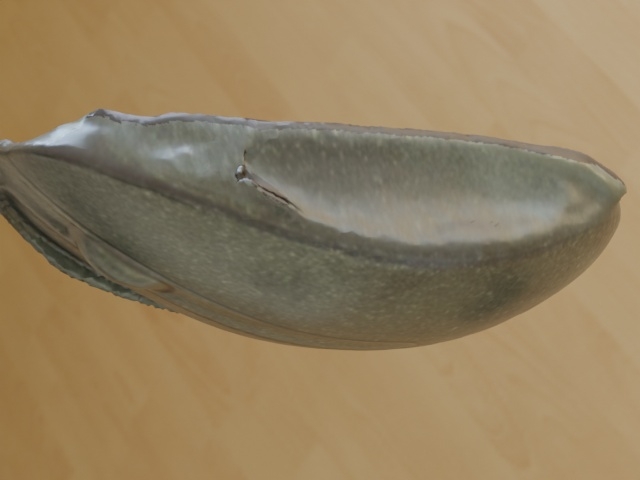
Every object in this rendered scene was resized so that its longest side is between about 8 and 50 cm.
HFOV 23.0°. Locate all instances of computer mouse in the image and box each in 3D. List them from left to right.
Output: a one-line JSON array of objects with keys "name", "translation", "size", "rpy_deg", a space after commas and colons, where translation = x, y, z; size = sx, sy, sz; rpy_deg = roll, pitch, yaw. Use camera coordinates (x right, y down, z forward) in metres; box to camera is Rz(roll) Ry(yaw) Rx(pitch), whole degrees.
[{"name": "computer mouse", "translation": [0.001, 0.003, 0.886], "size": [0.203, 0.374, 0.114], "rpy_deg": [159, 112, -68]}]
